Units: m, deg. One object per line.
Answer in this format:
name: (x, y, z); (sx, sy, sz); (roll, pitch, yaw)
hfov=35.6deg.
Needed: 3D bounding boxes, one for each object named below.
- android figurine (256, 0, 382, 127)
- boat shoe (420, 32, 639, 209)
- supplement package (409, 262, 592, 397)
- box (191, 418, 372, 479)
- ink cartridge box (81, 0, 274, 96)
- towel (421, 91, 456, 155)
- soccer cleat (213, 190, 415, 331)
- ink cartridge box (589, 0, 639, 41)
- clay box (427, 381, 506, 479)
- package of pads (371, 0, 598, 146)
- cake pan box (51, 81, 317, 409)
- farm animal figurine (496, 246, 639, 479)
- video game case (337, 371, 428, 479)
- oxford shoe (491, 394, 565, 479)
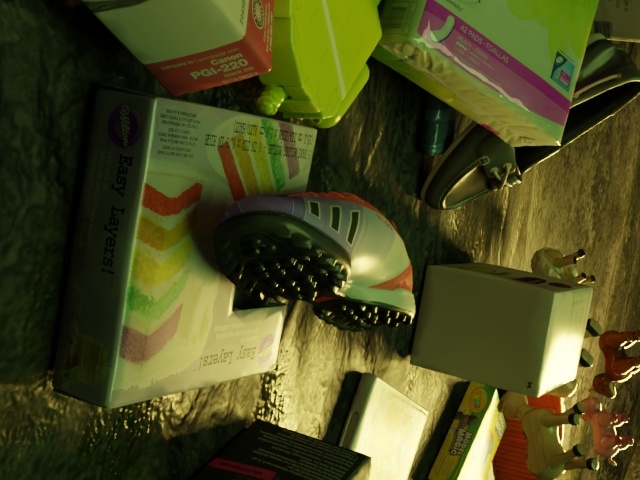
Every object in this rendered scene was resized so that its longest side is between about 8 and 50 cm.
android figurine: (-0.003, -0.224, 0.942); (0.273, 0.056, 0.248); (-61, 147, -41)
boat shoe: (0.283, -0.142, 1.322); (0.335, 0.095, 0.112); (-40, 152, -1)
supplement package: (0.266, 0.121, 1.448); (0.203, 0.194, 0.149); (0, 101, -62)
box: (-0.072, 0.324, 0.973); (0.270, 0.143, 0.165); (-36, 132, -50)
ink cartridge box: (-0.113, -0.226, 0.683); (0.218, 0.092, 0.158); (44, 41, -56)
towel: (0.156, -0.171, 1.303); (0.067, 0.029, 0.119); (-14, 114, -59)
soccer cleat: (0.000, 0.000, 0.901); (0.318, 0.108, 0.116); (31, 54, -60)
ink cartridge box: (0.388, -0.392, 1.359); (0.121, 0.289, 0.211); (-39, 134, -48)
clay box: (0.254, 0.339, 1.665); (0.222, 0.053, 0.127); (-59, 146, -30)
package of pads: (0.198, -0.270, 1.168); (0.296, 0.101, 0.229); (24, 78, -38)
cake pan box: (-0.106, 0.005, 0.864); (0.267, 0.070, 0.246); (2, 101, -62)
farm animal figurine: (0.382, 0.213, 1.658); (0.330, 0.172, 0.327); (-38, 98, -44)
video game case: (0.074, 0.303, 1.353); (0.227, 0.026, 0.206); (42, 65, -59)
oxford shoe: (0.403, 0.303, 1.850); (0.133, 0.130, 0.363); (-2, 103, -67)
